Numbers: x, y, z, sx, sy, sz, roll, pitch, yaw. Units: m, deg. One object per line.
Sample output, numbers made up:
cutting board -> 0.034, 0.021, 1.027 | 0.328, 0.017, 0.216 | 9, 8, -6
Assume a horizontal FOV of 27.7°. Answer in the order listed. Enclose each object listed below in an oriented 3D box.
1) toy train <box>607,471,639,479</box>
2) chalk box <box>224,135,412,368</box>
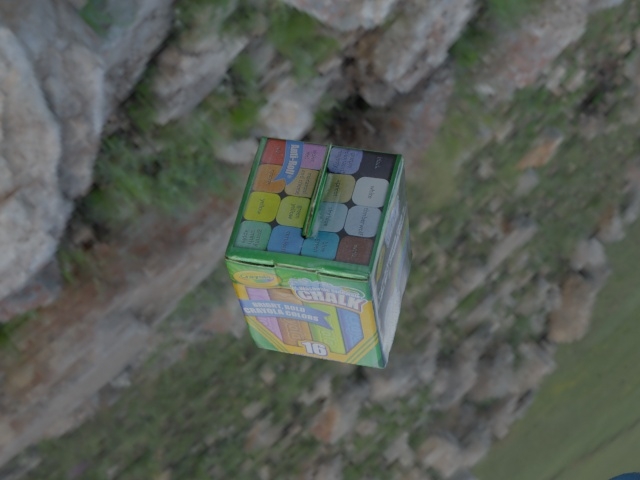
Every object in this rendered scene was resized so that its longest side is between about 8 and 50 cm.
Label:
toy train -> 0.193, 0.200, 0.596 | 0.143, 0.248, 0.105 | -42, 126, 7
chalk box -> 0.000, 0.000, 1.138 | 0.213, 0.132, 0.132 | 77, 25, -56
